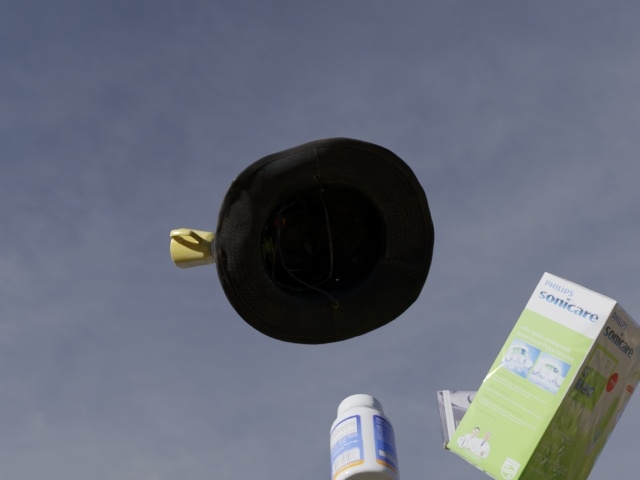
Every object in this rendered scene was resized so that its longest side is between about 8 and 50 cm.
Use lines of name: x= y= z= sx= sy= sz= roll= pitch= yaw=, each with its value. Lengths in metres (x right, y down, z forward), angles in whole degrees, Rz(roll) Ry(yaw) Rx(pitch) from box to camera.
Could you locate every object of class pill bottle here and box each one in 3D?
pill bottle: x=0.099 y=0.481 z=2.031 sx=0.152 sy=0.272 sz=0.152 roll=0 pitch=-61 yaw=0

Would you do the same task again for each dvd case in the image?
dvd case: x=0.322 y=0.317 z=1.569 sx=0.221 sy=0.164 sz=0.018 roll=1 pitch=-67 yaw=3

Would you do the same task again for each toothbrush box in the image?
toothbrush box: x=0.334 y=0.219 z=1.259 sx=0.122 sy=0.283 sz=0.206 roll=25 pitch=-7 yaw=42

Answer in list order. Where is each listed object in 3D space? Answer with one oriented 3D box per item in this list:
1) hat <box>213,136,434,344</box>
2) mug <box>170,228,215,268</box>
hat: x=0.000 y=0.000 z=1.352 sx=0.332 sy=0.331 sz=0.134 roll=8 pitch=2 yaw=-10
mug: x=-0.185 y=0.013 z=1.333 sx=0.064 sy=0.062 sz=0.078 roll=-1 pitch=4 yaw=28
